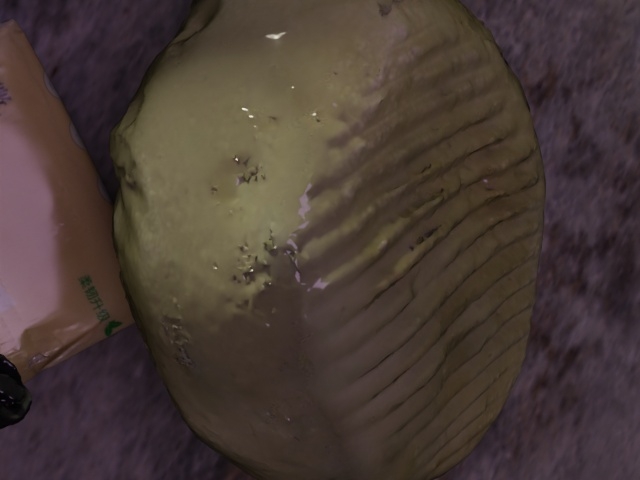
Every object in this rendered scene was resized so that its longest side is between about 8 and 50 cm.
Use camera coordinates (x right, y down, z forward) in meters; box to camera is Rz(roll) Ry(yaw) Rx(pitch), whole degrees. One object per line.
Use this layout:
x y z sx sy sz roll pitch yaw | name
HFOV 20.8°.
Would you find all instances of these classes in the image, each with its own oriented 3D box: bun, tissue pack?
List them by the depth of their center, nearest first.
0.000 0.000 1.110 0.362 0.234 0.326 62 40 -39 | bun
-0.232 -0.010 1.131 0.186 0.090 0.222 -27 99 -14 | tissue pack

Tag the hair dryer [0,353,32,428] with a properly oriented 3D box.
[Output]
-0.268 0.132 1.066 0.197 0.251 0.089 54 37 -12 | hair dryer
